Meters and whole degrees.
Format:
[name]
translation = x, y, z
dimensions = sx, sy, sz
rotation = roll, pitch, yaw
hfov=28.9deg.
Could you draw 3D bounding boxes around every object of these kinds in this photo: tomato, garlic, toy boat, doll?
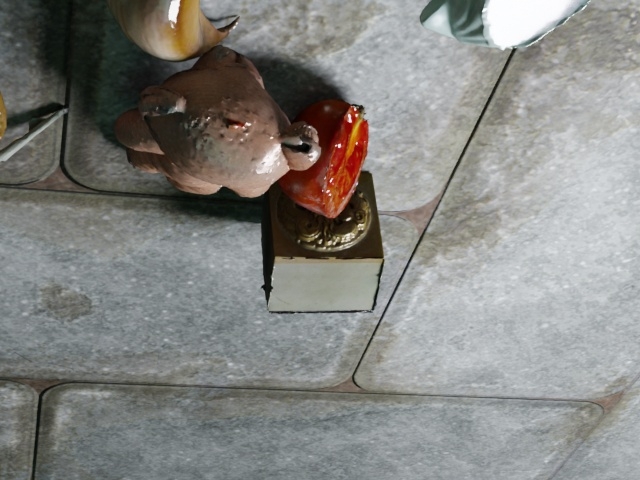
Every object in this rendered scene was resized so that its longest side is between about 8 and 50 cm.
[tomato]
translation = -0.006, -0.104, 1.465
dimensions = 0.091, 0.139, 0.159
rotation = 17, 177, 12
[garlic]
translation = -0.167, -0.251, 1.263
dimensions = 0.115, 0.128, 0.206
rotation = 16, 154, 11
[toy boat]
translation = 0.219, -0.292, 1.253
dimensions = 0.199, 0.100, 0.290
rotation = 13, 139, -24
[doll]
translation = -0.131, -0.133, 1.405
dimensions = 0.201, 0.156, 0.303
rotation = 19, 171, -21

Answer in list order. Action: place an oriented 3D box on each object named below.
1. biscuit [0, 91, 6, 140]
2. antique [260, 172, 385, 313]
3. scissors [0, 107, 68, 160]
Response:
[biscuit]
translation = -0.497, -0.152, 1.370
dimensions = 0.296, 0.075, 0.296
rotation = -6, 151, -3
[antique]
translation = 0.000, 0.000, 1.592
dimensions = 0.147, 0.152, 0.148
rotation = 0, 143, -9
[scissors]
translation = -0.384, -0.101, 1.479
dimensions = 0.212, 0.110, 0.021
rotation = -36, 98, 15
